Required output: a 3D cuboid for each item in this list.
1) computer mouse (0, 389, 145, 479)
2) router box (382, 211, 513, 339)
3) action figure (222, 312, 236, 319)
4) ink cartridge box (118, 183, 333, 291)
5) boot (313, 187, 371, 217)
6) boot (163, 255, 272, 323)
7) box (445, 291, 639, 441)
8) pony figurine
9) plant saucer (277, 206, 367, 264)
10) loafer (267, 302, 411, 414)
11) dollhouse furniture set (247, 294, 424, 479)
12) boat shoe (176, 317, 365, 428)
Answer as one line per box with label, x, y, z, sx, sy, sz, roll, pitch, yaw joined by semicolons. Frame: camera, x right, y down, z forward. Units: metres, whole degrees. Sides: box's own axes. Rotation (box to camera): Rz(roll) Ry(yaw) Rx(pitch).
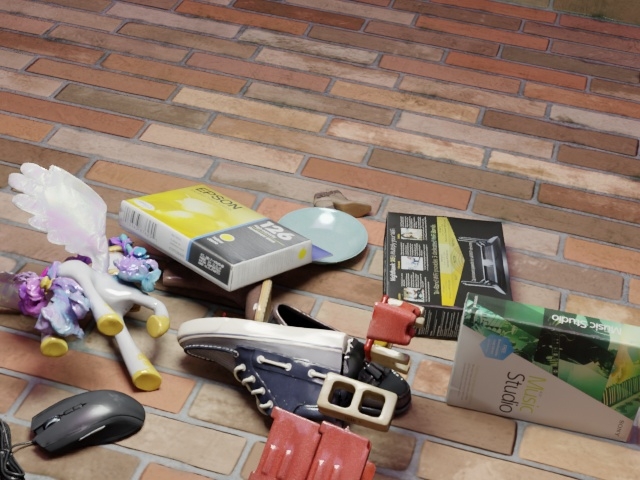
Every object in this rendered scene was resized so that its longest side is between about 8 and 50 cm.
computer mouse;-0.401;0.316;1.748;0.262;0.060;0.184;-10;38;-19
router box;0.246;0.068;2.154;0.243;0.081;0.309;6;36;0
action figure;-0.204;0.171;2.003;0.038;0.030;0.115;29;44;22
ink cartridge box;-0.177;-0.022;2.117;0.303;0.072;0.307;26;29;31
boot;0.044;-0.086;2.375;0.118;0.042;0.087;-4;35;-14
boot;-0.196;0.090;2.068;0.207;0.090;0.248;1;29;-3
box;0.386;0.217;1.839;0.322;0.232;0.058;10;41;7
pony figurine;-0.431;0.076;1.942;0.351;0.303;0.363;25;22;-31
plant saucer;0.000;0.000;2.254;0.195;0.037;0.195;4;35;-3
loafer;0.026;0.207;1.922;0.302;0.095;0.109;25;40;25
dollhouse furniture set;0.035;0.235;1.668;0.152;0.201;0.374;16;69;11
boat shoe;-0.099;0.229;1.849;0.340;0.127;0.158;3;68;20
